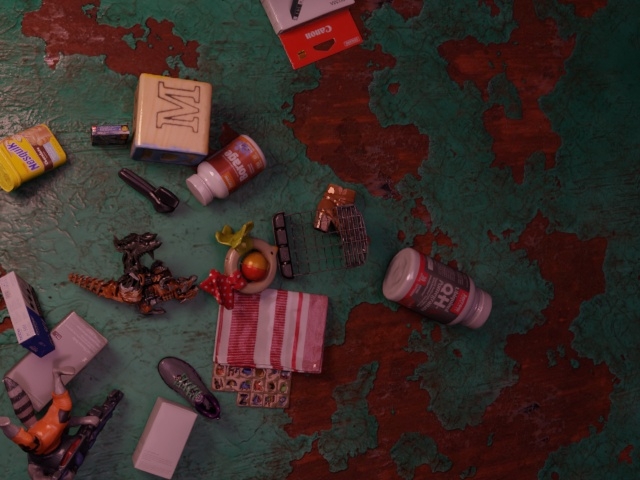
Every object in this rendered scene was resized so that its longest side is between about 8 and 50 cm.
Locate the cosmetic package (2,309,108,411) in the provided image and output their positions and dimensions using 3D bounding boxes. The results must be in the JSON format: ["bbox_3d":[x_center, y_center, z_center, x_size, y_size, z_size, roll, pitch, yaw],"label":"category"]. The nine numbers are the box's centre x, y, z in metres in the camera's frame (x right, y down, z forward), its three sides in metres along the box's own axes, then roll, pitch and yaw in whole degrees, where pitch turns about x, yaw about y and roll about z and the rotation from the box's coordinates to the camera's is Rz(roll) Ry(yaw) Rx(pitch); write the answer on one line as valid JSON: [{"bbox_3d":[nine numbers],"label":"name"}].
[{"bbox_3d":[-0.681,0.306,1.674,0.127,0.107,0.238,46,70,-15],"label":"cosmetic package"}]

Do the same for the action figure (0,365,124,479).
[{"bbox_3d":[-0.646,0.452,1.607,0.178,0.330,0.341,12,36,13],"label":"action figure"}]

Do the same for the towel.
[{"bbox_3d":[-0.139,0.259,1.906,0.328,0.037,0.237,9,78,-19],"label":"towel"}]

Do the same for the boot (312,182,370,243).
[{"bbox_3d":[0.085,-0.079,1.999,0.197,0.073,0.152,22,82,-15],"label":"boot"}]

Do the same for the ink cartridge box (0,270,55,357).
[{"bbox_3d":[-0.728,0.182,1.611,0.046,0.097,0.207,-30,58,-8],"label":"ink cartridge box"}]

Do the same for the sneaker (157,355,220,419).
[{"bbox_3d":[-0.352,0.404,1.789,0.224,0.098,0.083,46,73,-12],"label":"sneaker"}]

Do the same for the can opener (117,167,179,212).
[{"bbox_3d":[-0.479,-0.141,1.811,0.186,0.059,0.073,35,102,-5],"label":"can opener"}]

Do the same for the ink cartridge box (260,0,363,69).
[{"bbox_3d":[-0.015,-0.693,2.023,0.275,0.060,0.239,-27,94,-20],"label":"ink cartridge box"}]

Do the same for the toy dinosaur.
[{"bbox_3d":[-0.490,0.099,1.744,0.321,0.164,0.219,-3,104,-42],"label":"toy dinosaur"}]

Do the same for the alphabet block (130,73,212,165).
[{"bbox_3d":[-0.410,-0.323,1.778,0.193,0.192,0.197,5,85,-22],"label":"alphabet block"}]

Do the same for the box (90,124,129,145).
[{"bbox_3d":[-0.565,-0.282,1.743,0.093,0.137,0.027,-5,88,-21],"label":"box"}]

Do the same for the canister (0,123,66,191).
[{"bbox_3d":[-0.757,-0.217,1.668,0.170,0.073,0.126,-42,105,-46],"label":"canister"}]

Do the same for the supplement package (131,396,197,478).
[{"bbox_3d":[-0.420,0.527,1.751,0.105,0.105,0.179,25,78,-16],"label":"supplement package"}]

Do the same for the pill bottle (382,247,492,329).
[{"bbox_3d":[0.369,0.161,2.034,0.318,0.176,0.176,25,78,-17],"label":"pill bottle"}]

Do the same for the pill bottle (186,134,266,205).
[{"bbox_3d":[-0.270,-0.196,1.855,0.216,0.121,0.121,-39,99,-19],"label":"pill bottle"}]

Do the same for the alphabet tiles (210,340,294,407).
[{"bbox_3d":[-0.197,0.383,1.897,0.237,0.009,0.198,8,83,-19],"label":"alphabet tiles"}]

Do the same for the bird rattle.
[{"bbox_3d":[-0.213,0.075,1.841,0.206,0.143,0.254,15,75,-33],"label":"bird rattle"}]

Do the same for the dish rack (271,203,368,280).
[{"bbox_3d":[0.000,0.000,1.925,0.271,0.074,0.208,-9,90,-2],"label":"dish rack"}]
